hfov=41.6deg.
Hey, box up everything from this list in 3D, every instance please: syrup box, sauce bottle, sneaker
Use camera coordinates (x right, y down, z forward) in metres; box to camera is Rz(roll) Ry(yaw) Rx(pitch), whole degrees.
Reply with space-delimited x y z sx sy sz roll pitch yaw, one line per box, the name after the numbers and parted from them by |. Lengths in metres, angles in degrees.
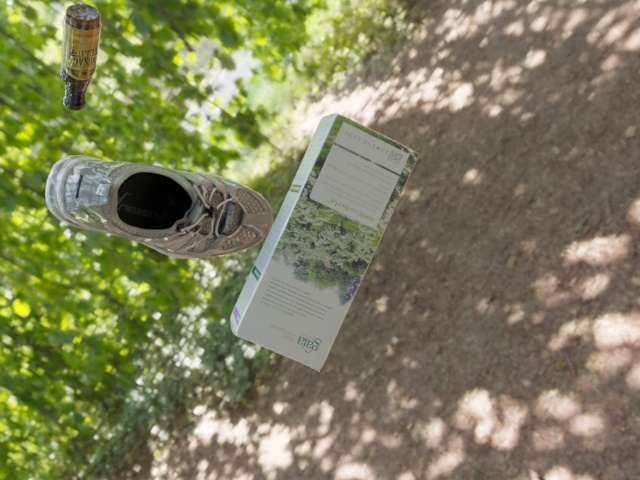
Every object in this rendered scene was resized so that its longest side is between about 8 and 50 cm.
0.000 0.000 0.844 0.237 0.093 0.096 -65 11 1 | syrup box
-0.277 -0.207 0.967 0.042 0.042 0.128 -73 1 -47 | sauce bottle
-0.153 -0.026 0.932 0.115 0.281 0.105 12 95 45 | sneaker
